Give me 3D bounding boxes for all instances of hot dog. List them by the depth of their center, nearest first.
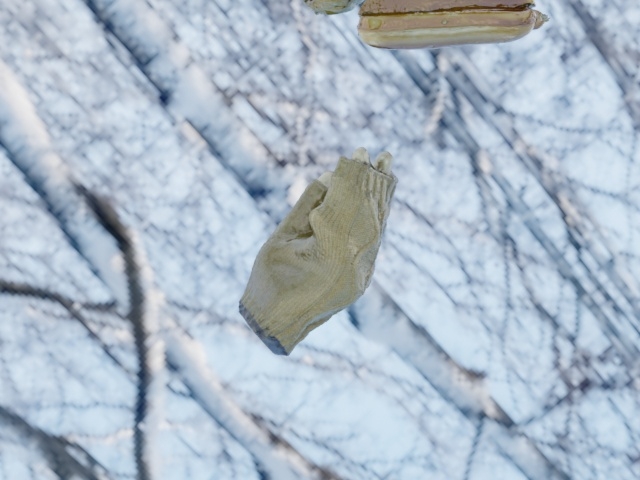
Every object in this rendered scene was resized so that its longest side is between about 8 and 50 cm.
[{"bbox_3d":[0.161,-0.268,1.887,0.236,0.062,0.092,0,-140,11],"label":"hot dog"}]

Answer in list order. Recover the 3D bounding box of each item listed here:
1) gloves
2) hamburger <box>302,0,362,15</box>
[{"bbox_3d":[0.008,0.013,2.379,0.356,0.155,0.203,-59,-158,8],"label":"gloves"},{"bbox_3d":[0.004,-0.413,2.057,0.183,0.206,0.130,-44,179,20],"label":"hamburger"}]
